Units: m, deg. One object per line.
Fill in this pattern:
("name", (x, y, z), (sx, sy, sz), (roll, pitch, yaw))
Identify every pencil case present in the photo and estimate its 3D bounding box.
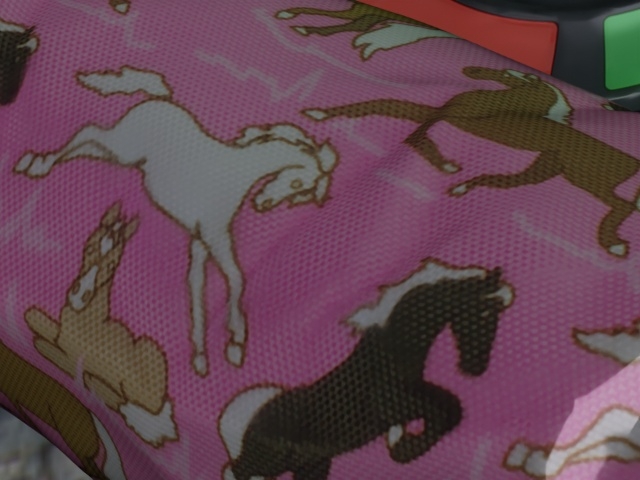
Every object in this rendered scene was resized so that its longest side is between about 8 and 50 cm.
("pencil case", (0.000, 0.000, 0.496), (0.386, 0.160, 0.167), (30, 86, 40))

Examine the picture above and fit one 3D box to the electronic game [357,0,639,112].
("electronic game", (0.091, -0.138, 0.613), (0.229, 0.048, 0.229), (-10, 63, 19))
